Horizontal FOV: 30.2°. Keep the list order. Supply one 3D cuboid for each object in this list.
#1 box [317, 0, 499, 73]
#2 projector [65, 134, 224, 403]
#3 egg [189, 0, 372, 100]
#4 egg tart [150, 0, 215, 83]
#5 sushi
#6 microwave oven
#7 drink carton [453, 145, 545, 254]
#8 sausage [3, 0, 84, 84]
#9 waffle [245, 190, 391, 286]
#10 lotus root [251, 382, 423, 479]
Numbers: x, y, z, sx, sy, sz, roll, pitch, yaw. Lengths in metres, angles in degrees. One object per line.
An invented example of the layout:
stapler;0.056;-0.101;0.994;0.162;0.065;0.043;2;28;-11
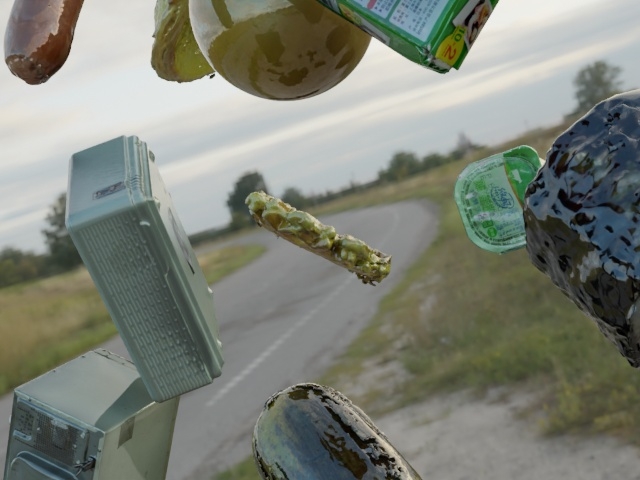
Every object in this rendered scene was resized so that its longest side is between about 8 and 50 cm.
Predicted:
box;0.082;-0.312;1.293;0.180;0.250;0.103;-59;-21;12
projector;-0.194;0.026;1.345;0.099;0.256;0.192;-21;29;-1
egg;-0.047;-0.310;1.573;0.250;0.250;0.322;-18;17;-7
egg tart;-0.218;-0.436;2.260;0.315;0.120;0.315;-37;-19;-15
sushi;0.434;-0.011;1.521;0.299;0.294;0.281;-43;-39;9
microwave oven;-0.285;0.280;1.412;0.145;0.240;0.194;22;22;24
drink carton;0.300;-0.067;1.835;0.144;0.146;0.142;-19;2;24
sausage;-0.327;-0.386;1.561;0.094;0.419;0.094;29;-28;-29
waffle;0.000;0.000;2.260;0.302;0.068;0.325;27;-2;12
lotus root;0.040;0.374;1.802;0.196;0.397;0.179;-45;-38;-5
